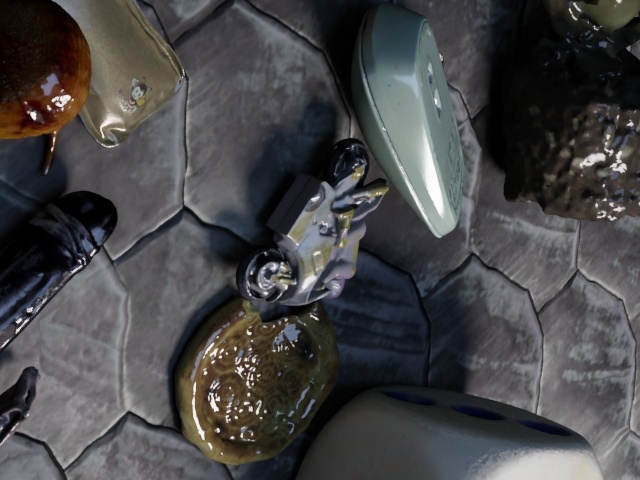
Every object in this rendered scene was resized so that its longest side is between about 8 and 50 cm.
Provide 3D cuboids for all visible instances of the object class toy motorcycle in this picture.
[{"bbox_3d":[0.000,0.000,1.643,0.225,0.073,0.152,-52,136,-15],"label":"toy motorcycle"}]

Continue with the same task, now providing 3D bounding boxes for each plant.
[{"bbox_3d":[0.343,-0.189,1.786,0.215,0.213,0.312,-12,110,-34],"label":"plant"}]

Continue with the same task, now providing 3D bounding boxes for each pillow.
[{"bbox_3d":[-0.218,-0.198,1.401,0.130,0.033,0.217,-44,129,-22],"label":"pillow"}]

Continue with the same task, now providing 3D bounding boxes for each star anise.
[{"bbox_3d":[-0.359,0.220,1.407,0.172,0.063,0.208,5,102,-41],"label":"star anise"}]

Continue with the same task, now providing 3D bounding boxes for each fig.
[{"bbox_3d":[-0.261,-0.138,1.335,0.201,0.146,0.133,50,50,-63],"label":"fig"}]

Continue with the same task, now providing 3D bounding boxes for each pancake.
[{"bbox_3d":[-0.070,0.161,1.669,0.235,0.029,0.212,-4,109,-39],"label":"pancake"}]

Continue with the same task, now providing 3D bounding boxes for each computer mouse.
[{"bbox_3d":[0.095,-0.136,1.652,0.159,0.097,0.288,-80,159,-45],"label":"computer mouse"}]

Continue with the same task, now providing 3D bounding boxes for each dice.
[{"bbox_3d":[0.151,0.353,1.772,0.304,0.277,0.304,9,96,-45],"label":"dice"}]

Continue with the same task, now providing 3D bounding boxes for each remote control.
[{"bbox_3d":[-0.301,0.041,1.375,0.266,0.090,0.066,-48,148,-19],"label":"remote control"}]
